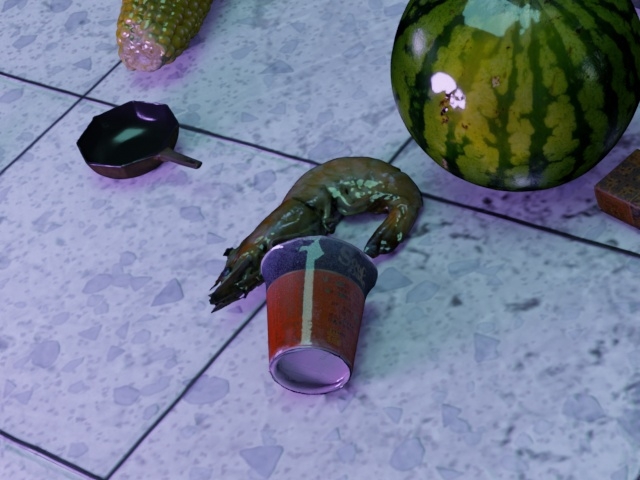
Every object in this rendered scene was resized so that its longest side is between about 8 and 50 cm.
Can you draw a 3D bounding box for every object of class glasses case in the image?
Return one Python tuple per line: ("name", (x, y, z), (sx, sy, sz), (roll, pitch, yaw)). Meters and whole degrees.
("glasses case", (0.398, -0.024, 1.762), (0.075, 0.049, 0.218), (-40, 44, -20))

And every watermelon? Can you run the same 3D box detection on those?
("watermelon", (0.218, -0.197, 1.848), (0.285, 0.285, 0.285), (-11, 41, 10))

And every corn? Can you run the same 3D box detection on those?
("corn", (-0.203, -0.366, 2.319), (0.130, 0.130, 0.347), (-1, 47, 20))

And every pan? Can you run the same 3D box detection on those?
("pan", (-0.227, -0.103, 2.091), (0.128, 0.048, 0.202), (-26, 39, -6))

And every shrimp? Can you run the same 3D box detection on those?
("shrimp", (0.000, 0.000, 1.891), (0.169, 0.058, 0.296), (18, 49, 32))

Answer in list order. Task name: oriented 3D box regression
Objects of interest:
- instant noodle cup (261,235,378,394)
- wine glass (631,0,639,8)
("instant noodle cup", (-0.007, 0.084, 1.757), (0.127, 0.127, 0.135), (-7, 50, 14))
("wine glass", (0.370, -0.353, 2.132), (0.066, 0.066, 0.198), (-32, 42, -14))
